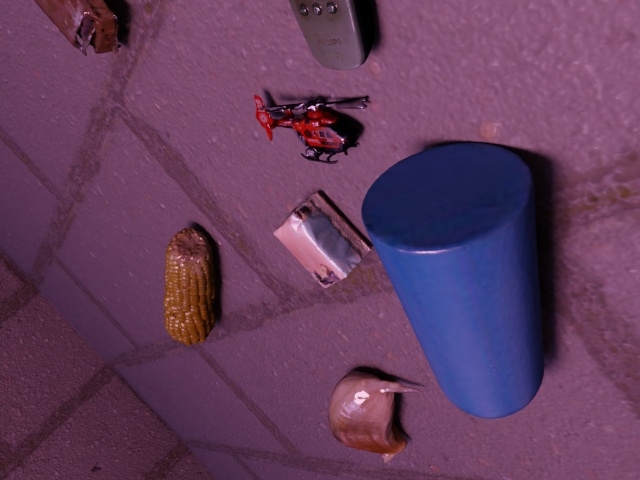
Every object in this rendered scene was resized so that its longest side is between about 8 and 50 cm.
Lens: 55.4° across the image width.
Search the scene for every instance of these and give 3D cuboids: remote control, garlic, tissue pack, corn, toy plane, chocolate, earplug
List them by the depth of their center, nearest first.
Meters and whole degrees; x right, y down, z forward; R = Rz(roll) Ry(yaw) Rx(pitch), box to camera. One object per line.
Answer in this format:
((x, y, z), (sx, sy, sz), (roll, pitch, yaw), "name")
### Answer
((-0.008, -0.233, 0.447), (0.072, 0.042, 0.222), (15, 137, 40), "remote control")
((0.138, 0.060, 0.551), (0.132, 0.132, 0.273), (16, 143, 40), "earplug")
((-0.012, -0.114, 0.601), (0.145, 0.037, 0.060), (15, 135, 38), "toy plane")
((-0.352, -0.349, 0.697), (0.329, 0.065, 0.102), (48, 150, -2), "chocolate")
((0.000, 0.000, 0.700), (0.094, 0.059, 0.074), (47, 151, -2), "tissue pack")
((0.076, 0.248, 0.903), (0.129, 0.090, 0.198), (18, 136, 14), "garlic")
((-0.225, 0.093, 1.051), (0.097, 0.097, 0.320), (36, 146, 14), "corn")
